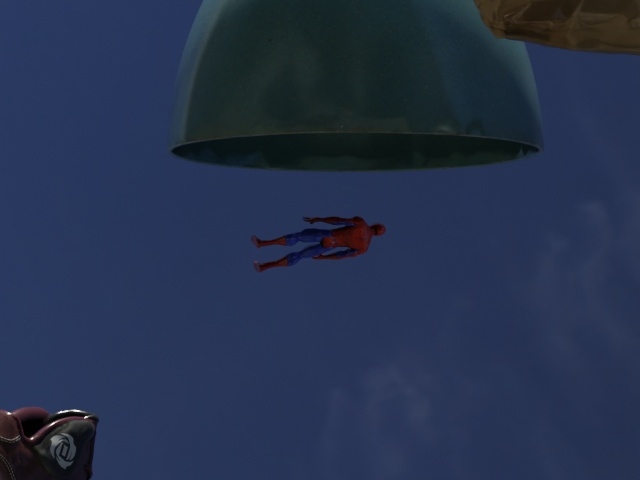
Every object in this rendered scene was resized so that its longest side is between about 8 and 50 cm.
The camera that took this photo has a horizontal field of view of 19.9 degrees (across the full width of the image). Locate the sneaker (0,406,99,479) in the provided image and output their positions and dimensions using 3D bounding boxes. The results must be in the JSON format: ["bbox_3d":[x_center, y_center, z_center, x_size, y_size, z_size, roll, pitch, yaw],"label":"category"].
[{"bbox_3d":[-0.201,0.232,1.517,0.106,0.281,0.162,4,-120,31],"label":"sneaker"}]

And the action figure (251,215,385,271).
[{"bbox_3d":[0.000,0.000,1.505,0.030,0.115,0.038,-146,-132,-68],"label":"action figure"}]

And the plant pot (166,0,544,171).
[{"bbox_3d":[0.027,-0.163,1.410,0.290,0.290,0.195,-2,-94,36],"label":"plant pot"}]

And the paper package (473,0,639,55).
[{"bbox_3d":[0.177,-0.304,0.866,0.325,0.168,0.309,115,-25,-43],"label":"paper package"}]
